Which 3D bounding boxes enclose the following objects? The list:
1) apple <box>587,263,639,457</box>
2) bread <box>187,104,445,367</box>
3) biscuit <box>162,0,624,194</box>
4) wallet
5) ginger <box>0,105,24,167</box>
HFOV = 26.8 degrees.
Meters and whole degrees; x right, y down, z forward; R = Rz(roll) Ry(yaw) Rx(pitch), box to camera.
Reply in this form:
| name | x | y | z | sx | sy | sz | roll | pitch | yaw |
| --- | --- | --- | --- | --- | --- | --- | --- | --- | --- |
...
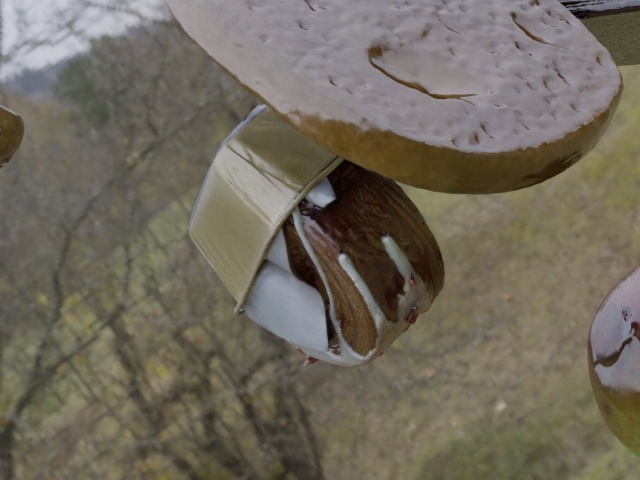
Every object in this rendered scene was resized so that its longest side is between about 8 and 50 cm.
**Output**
| name | x | y | z | sx | sy | sz | roll | pitch | yaw |
| --- | --- | --- | --- | --- | --- | --- | --- | --- | --- |
| apple | 0.323 | 0.113 | 1.161 | 0.174 | 0.207 | 0.188 | -33 | 3 | -40 |
| bread | 0.000 | 0.000 | 1.120 | 0.142 | 0.212 | 0.224 | -46 | -7 | -29 |
| biscuit | 0.061 | -0.170 | 1.042 | 0.314 | 0.367 | 0.063 | -29 | -31 | -40 |
| wallet | 0.276 | -0.195 | 1.245 | 0.133 | 0.039 | 0.243 | -5 | -3 | 24 |
| ginger | -0.454 | -0.137 | 1.338 | 0.133 | 0.309 | 0.107 | -108 | 35 | -85 |
